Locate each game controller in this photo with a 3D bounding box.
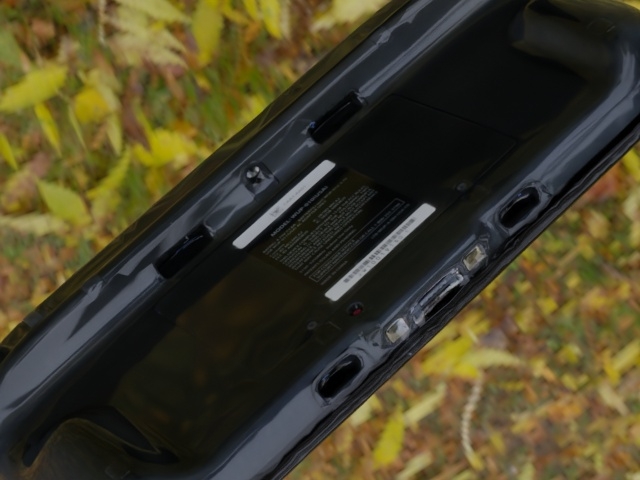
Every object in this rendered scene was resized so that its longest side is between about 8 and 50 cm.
[{"bbox_3d":[0.000,0.000,0.706,0.319,0.166,0.067,-43,133,-15],"label":"game controller"}]
